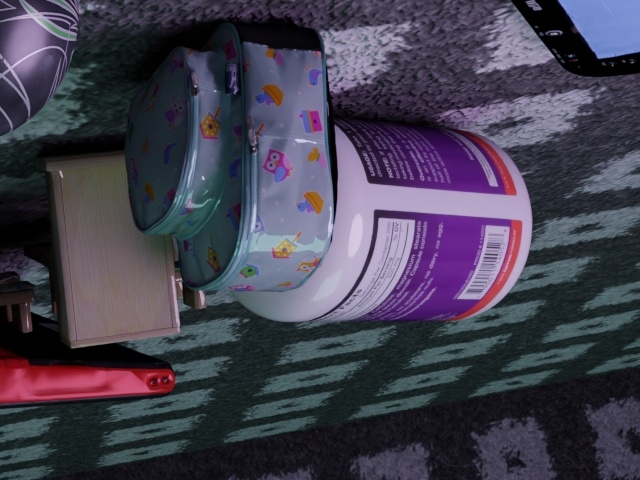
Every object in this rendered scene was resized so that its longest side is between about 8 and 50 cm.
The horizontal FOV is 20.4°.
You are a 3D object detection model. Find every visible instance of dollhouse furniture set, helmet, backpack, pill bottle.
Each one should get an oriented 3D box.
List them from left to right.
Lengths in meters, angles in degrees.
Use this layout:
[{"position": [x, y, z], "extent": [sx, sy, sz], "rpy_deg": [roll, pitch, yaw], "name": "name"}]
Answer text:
[{"position": [-0.211, -0.126, 0.966], "extent": [0.162, 0.169, 0.169], "rpy_deg": [-1, 172, 24], "name": "helmet"}, {"position": [-0.211, -0.005, 1.606], "extent": [0.212, 0.161, 0.242], "rpy_deg": [-7, -172, -20], "name": "dollhouse furniture set"}, {"position": [-0.064, -0.054, 1.328], "extent": [0.144, 0.188, 0.166], "rpy_deg": [-5, 165, -28], "name": "backpack"}, {"position": [0.028, -0.018, 1.570], "extent": [0.323, 0.181, 0.181], "rpy_deg": [3, 160, -46], "name": "pill bottle"}]

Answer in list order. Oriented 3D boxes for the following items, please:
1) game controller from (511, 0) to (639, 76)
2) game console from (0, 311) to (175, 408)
[{"position": [0.241, -0.180, 1.345], "extent": [0.166, 0.067, 0.319], "rpy_deg": [-16, 165, 16], "name": "game controller"}, {"position": [-0.365, 0.106, 1.645], "extent": [0.342, 0.060, 0.386], "rpy_deg": [4, -176, -32], "name": "game console"}]
